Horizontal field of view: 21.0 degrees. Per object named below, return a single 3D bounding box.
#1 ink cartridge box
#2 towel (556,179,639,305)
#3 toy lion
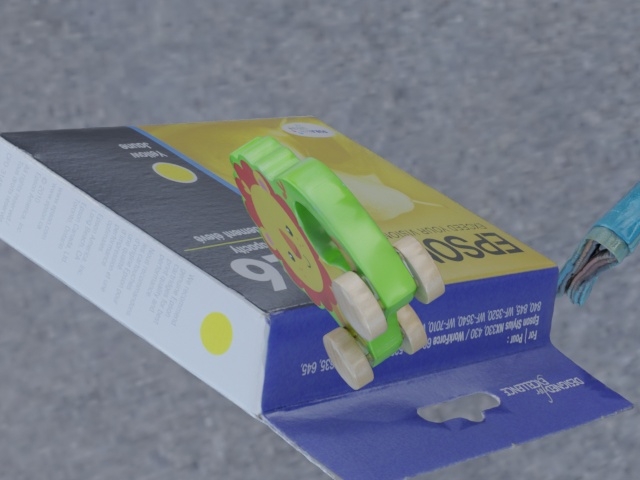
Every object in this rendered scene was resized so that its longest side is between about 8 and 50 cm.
[{"bbox_3d":[0.005,0.018,1.023,0.307,0.304,0.072,30,111,31],"label":"ink cartridge box"},{"bbox_3d":[0.362,-0.093,1.574,0.040,0.370,0.271,45,171,8],"label":"towel"},{"bbox_3d":[0.000,0.000,0.610,0.096,0.034,0.100,54,167,14],"label":"toy lion"}]
